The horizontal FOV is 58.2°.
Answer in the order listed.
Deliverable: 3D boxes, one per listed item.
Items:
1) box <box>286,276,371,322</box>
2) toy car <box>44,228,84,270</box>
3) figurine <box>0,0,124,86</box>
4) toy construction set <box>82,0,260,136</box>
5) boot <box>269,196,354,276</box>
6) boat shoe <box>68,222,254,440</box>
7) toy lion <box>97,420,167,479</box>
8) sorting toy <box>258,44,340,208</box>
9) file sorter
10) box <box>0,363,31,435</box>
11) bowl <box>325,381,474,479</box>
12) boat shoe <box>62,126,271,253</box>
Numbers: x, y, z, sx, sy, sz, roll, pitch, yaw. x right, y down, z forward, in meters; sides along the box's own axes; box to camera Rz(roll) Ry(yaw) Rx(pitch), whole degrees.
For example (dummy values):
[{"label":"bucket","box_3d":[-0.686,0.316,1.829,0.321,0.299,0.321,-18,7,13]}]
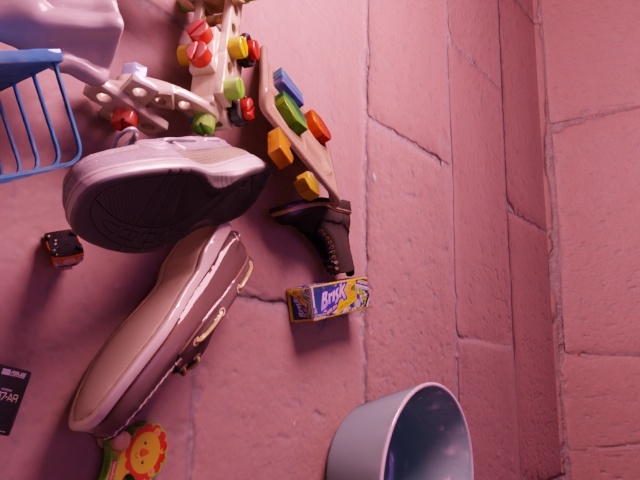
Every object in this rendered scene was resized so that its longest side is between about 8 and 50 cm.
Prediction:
[{"label":"box","box_3d":[0.018,0.100,0.999,0.169,0.054,0.059,-5,87,-52]},{"label":"toy car","box_3d":[-0.261,0.003,0.670,0.122,0.060,0.040,-25,136,-44]},{"label":"figurine","box_3d":[-0.330,-0.263,0.575,0.210,0.092,0.214,-7,68,-44]},{"label":"toy construction set","box_3d":[-0.168,-0.266,0.755,0.215,0.151,0.327,57,47,-64]},{"label":"boot","box_3d":[0.000,0.000,0.974,0.198,0.077,0.136,-3,85,-51]},{"label":"boat shoe","box_3d":[-0.178,0.106,0.710,0.096,0.117,0.324,52,41,-28]},{"label":"toy lion","box_3d":[-0.226,0.267,0.689,0.096,0.034,0.100,36,57,-51]},{"label":"sorting toy","box_3d":[-0.025,-0.161,0.891,0.229,0.041,0.307,53,17,-34]},{"label":"file sorter","box_3d":[-0.318,-0.100,0.524,0.118,0.171,0.104,-27,107,-50]},{"label":"box","box_3d":[-0.341,0.153,0.571,0.083,0.018,0.067,34,59,-43]},{"label":"bowl","box_3d":[0.123,0.401,0.990,0.312,0.163,0.311,13,73,-50]},{"label":"boat shoe","box_3d":[-0.172,-0.070,0.660,0.103,0.118,0.320,39,25,13]}]
